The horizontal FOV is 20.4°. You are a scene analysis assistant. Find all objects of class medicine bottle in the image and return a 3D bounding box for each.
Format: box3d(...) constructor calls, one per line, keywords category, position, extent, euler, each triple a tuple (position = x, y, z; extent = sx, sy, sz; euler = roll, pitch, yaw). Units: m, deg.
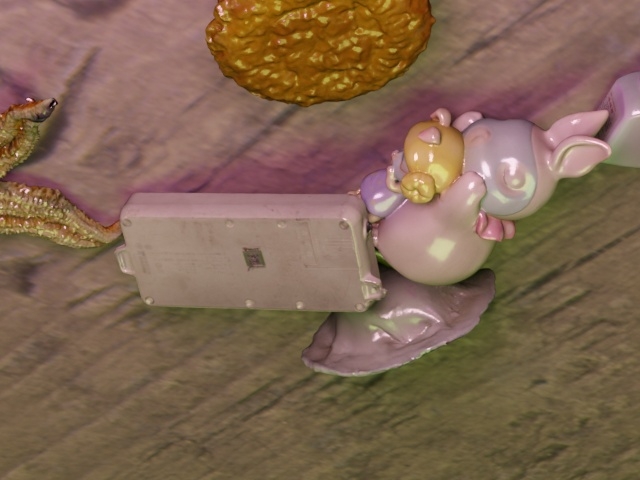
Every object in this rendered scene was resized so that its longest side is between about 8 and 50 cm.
box3d(category="medicine bottle", position=(0.308, -0.123, 1.660), extent=(0.074, 0.055, 0.118), euler=(6, 143, -16))

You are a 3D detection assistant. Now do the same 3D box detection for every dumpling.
box3d(category="dumpling", position=(0.076, 0.072, 1.824), extent=(0.219, 0.108, 0.152), euler=(-29, 178, 2))

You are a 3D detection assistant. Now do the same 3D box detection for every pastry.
box3d(category="pastry", position=(-0.001, -0.199, 1.460), extent=(0.188, 0.103, 0.189), euler=(-4, 144, -3))

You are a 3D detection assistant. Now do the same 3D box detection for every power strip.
box3d(category="power strip", position=(-0.067, 0.011, 1.705), extent=(0.270, 0.046, 0.118), euler=(1, 125, 19))

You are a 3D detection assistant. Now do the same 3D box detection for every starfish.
box3d(category="starfish", position=(-0.370, -0.025, 1.637), extent=(0.357, 0.078, 0.347), euler=(-18, 157, -5))

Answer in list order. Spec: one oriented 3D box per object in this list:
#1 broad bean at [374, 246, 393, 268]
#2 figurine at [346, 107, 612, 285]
box3d(category="broad bean", position=(0.001, 0.000, 1.775), extent=(0.256, 0.052, 0.053), euler=(5, 151, -13))
box3d(category="figurine", position=(0.148, -0.065, 1.659), extent=(0.155, 0.127, 0.235), euler=(37, 129, -13))
